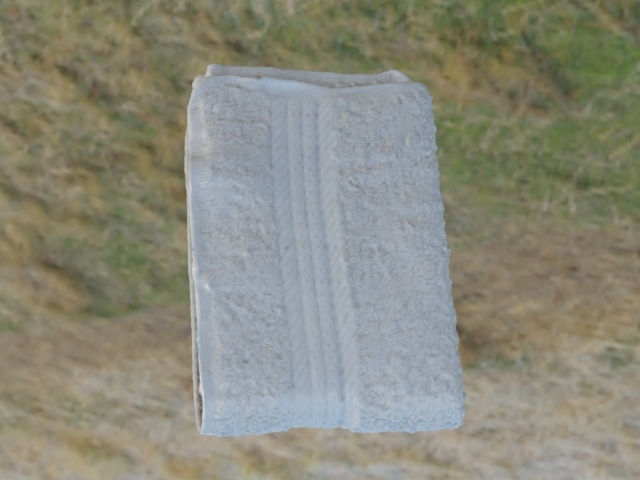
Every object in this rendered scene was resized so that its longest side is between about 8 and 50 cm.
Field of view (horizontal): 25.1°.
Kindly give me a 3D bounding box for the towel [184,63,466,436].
[{"bbox_3d":[0.000,0.000,1.002,0.187,0.282,0.049,1,153,-12],"label":"towel"}]
